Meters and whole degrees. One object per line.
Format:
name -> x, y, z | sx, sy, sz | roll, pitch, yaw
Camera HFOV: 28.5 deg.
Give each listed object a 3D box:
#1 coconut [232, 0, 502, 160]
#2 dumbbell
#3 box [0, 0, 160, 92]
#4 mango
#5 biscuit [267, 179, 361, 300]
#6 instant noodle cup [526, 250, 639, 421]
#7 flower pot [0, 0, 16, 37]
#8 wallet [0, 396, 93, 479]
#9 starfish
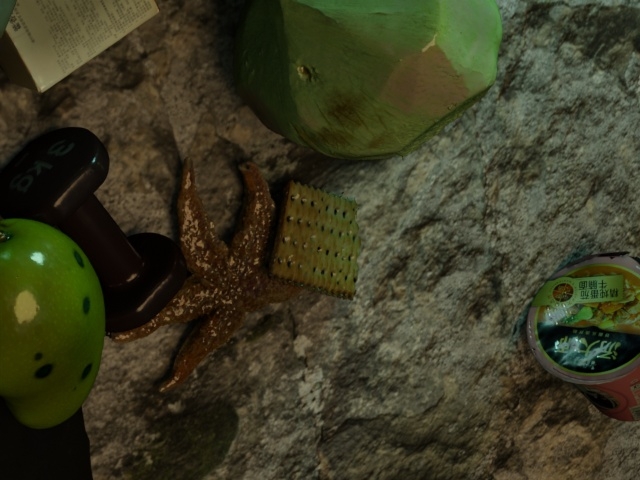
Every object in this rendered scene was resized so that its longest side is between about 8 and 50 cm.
coconut -> 0.045, -0.235, 1.470 | 0.328, 0.328, 0.281 | 14, 72, -42
dumbbell -> -0.258, -0.010, 1.430 | 0.140, 0.124, 0.225 | -49, 133, -18
box -> -0.290, -0.287, 1.297 | 0.168, 0.095, 0.212 | -40, 130, -20
mango -> -0.299, 0.092, 1.316 | 0.293, 0.143, 0.175 | 85, 28, -54
biscuit -> 0.001, 0.000, 1.692 | 0.203, 0.016, 0.144 | 14, 85, -54
instant noodle cup -> 0.489, 0.179, 2.093 | 0.244, 0.244, 0.255 | -51, 141, -9
flower pot -> -0.410, -0.253, 1.071 | 0.259, 0.290, 0.290 | 35, 86, -42
wallet -> -0.347, 0.219, 1.476 | 0.197, 0.051, 0.377 | -44, 138, -53
starfish -> -0.138, 0.054, 1.609 | 0.302, 0.060, 0.299 | -52, 135, -7
